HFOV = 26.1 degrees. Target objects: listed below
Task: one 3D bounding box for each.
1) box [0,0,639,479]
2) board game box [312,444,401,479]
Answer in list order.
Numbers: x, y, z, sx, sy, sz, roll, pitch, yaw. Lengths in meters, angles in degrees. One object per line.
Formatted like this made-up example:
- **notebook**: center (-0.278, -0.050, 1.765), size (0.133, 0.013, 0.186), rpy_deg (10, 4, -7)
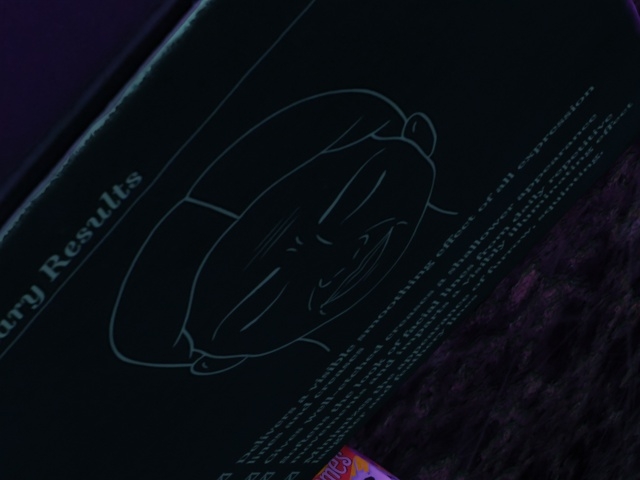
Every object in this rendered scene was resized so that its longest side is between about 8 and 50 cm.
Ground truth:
- **box**: center (-0.057, -0.062, 0.544), size (0.293, 0.212, 0.395), rpy_deg (-47, 160, 8)
- **board game box**: center (0.083, 0.290, 1.074), size (0.144, 0.275, 0.142), rpy_deg (-56, 148, -5)
